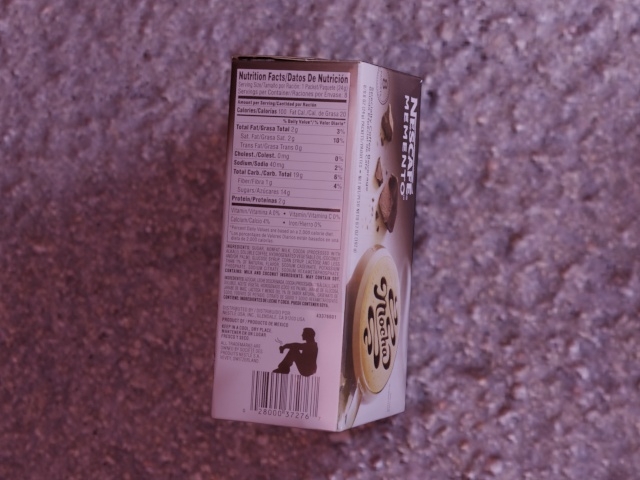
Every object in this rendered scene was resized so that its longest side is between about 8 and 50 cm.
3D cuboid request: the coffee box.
[{"bbox_3d":[0.000,0.000,1.448,0.118,0.168,0.297,4,91,21],"label":"coffee box"}]
